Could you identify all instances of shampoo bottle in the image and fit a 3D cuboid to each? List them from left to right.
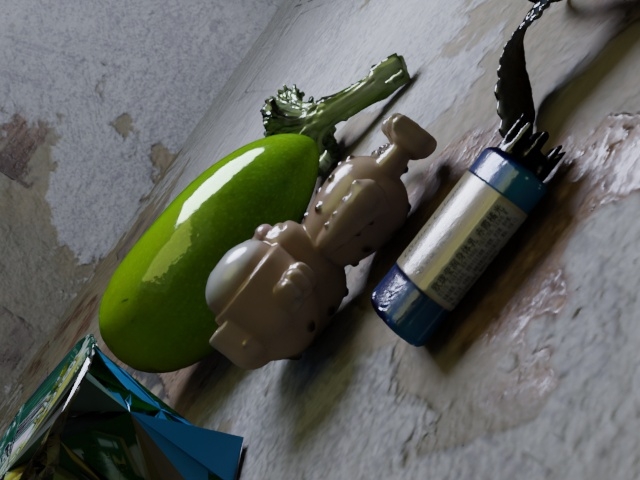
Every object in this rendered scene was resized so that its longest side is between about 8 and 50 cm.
[{"bbox_3d":[0.110,-0.009,0.707,0.183,0.050,0.087,-52,14,7],"label":"shampoo bottle"}]

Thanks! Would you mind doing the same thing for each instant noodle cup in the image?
[{"bbox_3d":[-0.202,0.229,0.870,0.240,0.178,0.240,-48,18,21],"label":"instant noodle cup"}]

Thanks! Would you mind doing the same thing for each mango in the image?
[{"bbox_3d":[-0.123,0.011,1.112,0.343,0.156,0.192,-52,20,2],"label":"mango"}]

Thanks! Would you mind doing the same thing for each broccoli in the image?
[{"bbox_3d":[0.023,-0.164,1.180,0.204,0.118,0.122,-27,17,26],"label":"broccoli"}]

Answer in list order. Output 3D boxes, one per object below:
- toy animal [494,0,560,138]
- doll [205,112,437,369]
[{"bbox_3d":[0.196,-0.211,0.783,0.160,0.197,0.272,-12,87,43],"label":"toy animal"},{"bbox_3d":[0.001,-0.001,0.887,0.278,0.119,0.154,-50,3,-7],"label":"doll"}]
